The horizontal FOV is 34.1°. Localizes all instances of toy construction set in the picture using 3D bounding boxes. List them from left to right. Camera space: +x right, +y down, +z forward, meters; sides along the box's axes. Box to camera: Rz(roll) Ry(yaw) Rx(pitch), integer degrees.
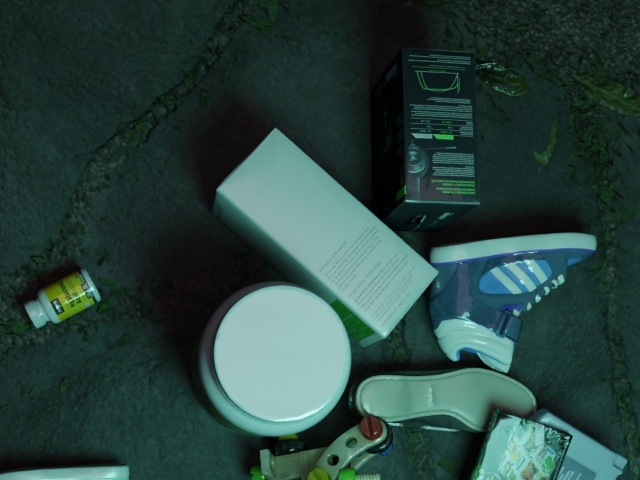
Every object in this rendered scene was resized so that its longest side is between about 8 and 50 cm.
[{"bbox_3d":[-0.005,0.413,1.643,0.237,0.309,0.257,-4,85,9],"label":"toy construction set"}]

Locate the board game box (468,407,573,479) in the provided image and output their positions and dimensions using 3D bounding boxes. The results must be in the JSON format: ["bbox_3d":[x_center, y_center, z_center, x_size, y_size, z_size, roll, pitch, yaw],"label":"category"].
[{"bbox_3d":[0.311,0.421,1.737,0.136,0.030,0.259,21,91,-4],"label":"board game box"}]

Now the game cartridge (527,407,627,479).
[{"bbox_3d":[0.363,0.444,1.783,0.196,0.060,0.294,32,93,-6],"label":"game cartridge"}]

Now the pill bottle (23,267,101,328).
[{"bbox_3d":[-0.433,0.099,1.746,0.116,0.065,0.065,-29,85,-13],"label":"pill bottle"}]

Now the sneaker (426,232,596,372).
[{"bbox_3d":[0.346,0.112,1.855,0.323,0.130,0.236,-6,90,-15],"label":"sneaker"}]

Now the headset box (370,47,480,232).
[{"bbox_3d":[0.175,-0.155,1.805,0.131,0.246,0.283,1,80,-10],"label":"headset box"}]

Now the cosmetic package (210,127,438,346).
[{"bbox_3d":[0.000,0.000,1.772,0.365,0.197,0.155,40,77,1],"label":"cosmetic package"}]

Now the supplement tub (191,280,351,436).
[{"bbox_3d":[-0.081,0.192,1.653,0.236,0.325,0.235,2,79,-10],"label":"supplement tub"}]

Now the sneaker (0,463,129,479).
[{"bbox_3d":[-0.435,0.438,1.666,0.256,0.094,0.151,0,82,-8],"label":"sneaker"}]

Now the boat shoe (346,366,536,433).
[{"bbox_3d":[0.206,0.275,1.817,0.335,0.095,0.112,5,82,-14],"label":"boat shoe"}]
